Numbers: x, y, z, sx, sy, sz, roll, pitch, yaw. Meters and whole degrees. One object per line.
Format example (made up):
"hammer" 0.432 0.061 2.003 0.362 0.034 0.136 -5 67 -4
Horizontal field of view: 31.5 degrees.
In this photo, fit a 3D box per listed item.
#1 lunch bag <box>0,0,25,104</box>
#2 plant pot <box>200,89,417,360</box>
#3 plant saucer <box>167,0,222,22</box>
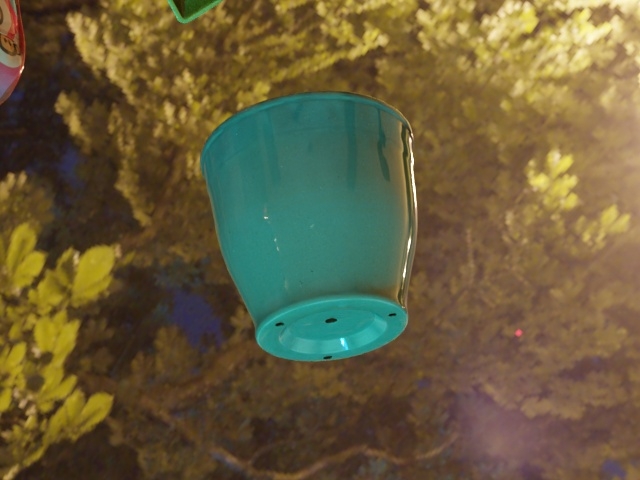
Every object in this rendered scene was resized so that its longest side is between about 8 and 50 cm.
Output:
"lunch bag" -0.456 -0.255 1.250 0.120 0.258 0.293 14 -119 -56
"plant pot" 0.000 0.000 1.382 0.271 0.271 0.255 10 -122 -32
"plant saucer" -0.150 -0.408 1.461 0.045 0.188 0.188 43 164 56
